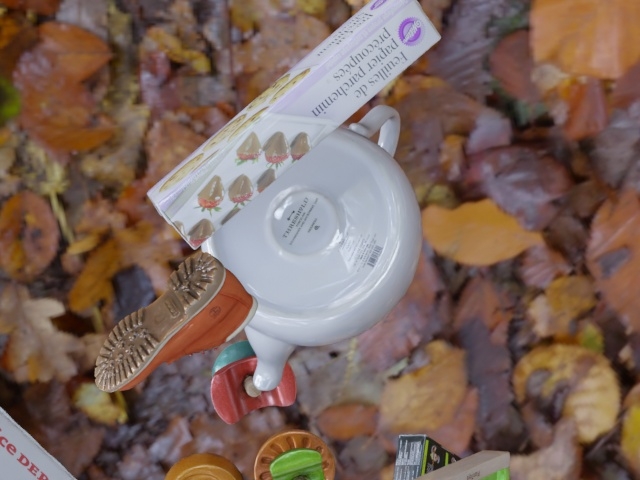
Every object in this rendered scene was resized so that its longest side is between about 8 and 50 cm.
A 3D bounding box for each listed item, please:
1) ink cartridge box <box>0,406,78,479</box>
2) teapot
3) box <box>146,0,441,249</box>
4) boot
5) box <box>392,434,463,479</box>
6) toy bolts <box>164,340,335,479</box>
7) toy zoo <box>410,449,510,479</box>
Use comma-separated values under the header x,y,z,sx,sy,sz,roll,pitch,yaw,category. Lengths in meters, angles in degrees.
x,y,z,sx,sy,sz,roll,pitch,yaw,category
-0.388,0.308,1.316,0.114,0.273,0.197,-32,109,32,ink cartridge box
0.000,0.000,1.405,0.256,0.187,0.253,-20,74,5,teapot
-0.028,-0.122,1.264,0.324,0.067,0.063,-41,112,-4,box
-0.126,0.088,1.143,0.158,0.084,0.059,-41,47,9,boot
0.142,0.353,1.558,0.045,0.184,0.191,-8,61,35,box
-0.100,0.237,1.589,0.218,0.158,0.229,-12,99,-7,toy bolts
0.130,0.352,1.172,0.030,0.192,0.293,-1,90,29,toy zoo
